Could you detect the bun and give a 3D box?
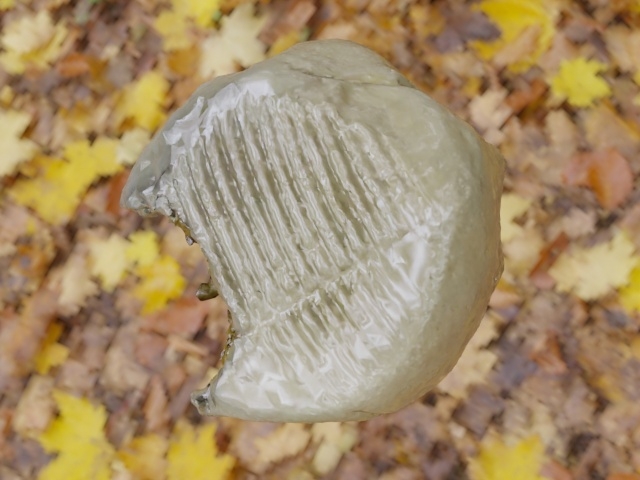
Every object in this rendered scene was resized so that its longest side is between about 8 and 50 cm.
[{"bbox_3d":[0.012,-0.009,1.205,0.282,0.205,0.281,1,95,16],"label":"bun"}]
